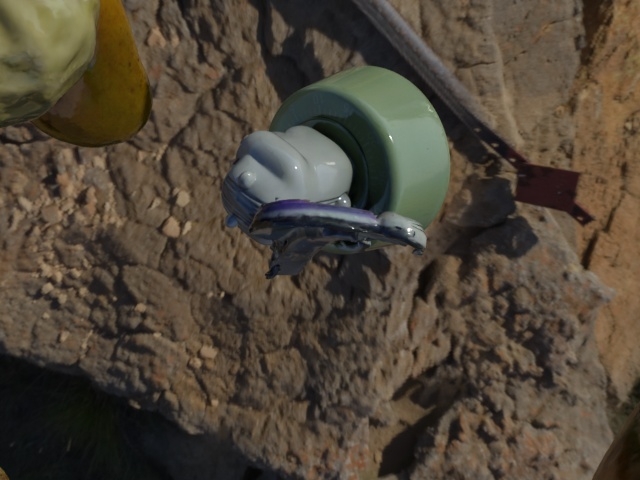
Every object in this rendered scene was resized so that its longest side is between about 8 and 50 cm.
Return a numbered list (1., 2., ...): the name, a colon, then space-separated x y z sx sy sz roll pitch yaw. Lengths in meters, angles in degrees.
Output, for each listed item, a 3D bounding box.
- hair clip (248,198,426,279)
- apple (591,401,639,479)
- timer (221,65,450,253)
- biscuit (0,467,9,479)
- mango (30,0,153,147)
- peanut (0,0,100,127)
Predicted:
1. hair clip: 0.000 0.000 0.547 0.116 0.172 0.049 4 81 -21
2. apple: 0.289 0.183 0.294 0.339 0.339 0.340 -1 99 -4
3. timer: -0.014 -0.093 1.013 0.290 0.315 0.291 16 115 37
4. biscuit: -0.467 0.328 0.820 0.226 0.226 0.042 41 131 -9
5. mango: -0.200 -0.142 0.561 0.090 0.178 0.115 28 60 25
6. peanut: -0.273 -0.127 0.421 0.305 0.147 0.147 1 100 25
